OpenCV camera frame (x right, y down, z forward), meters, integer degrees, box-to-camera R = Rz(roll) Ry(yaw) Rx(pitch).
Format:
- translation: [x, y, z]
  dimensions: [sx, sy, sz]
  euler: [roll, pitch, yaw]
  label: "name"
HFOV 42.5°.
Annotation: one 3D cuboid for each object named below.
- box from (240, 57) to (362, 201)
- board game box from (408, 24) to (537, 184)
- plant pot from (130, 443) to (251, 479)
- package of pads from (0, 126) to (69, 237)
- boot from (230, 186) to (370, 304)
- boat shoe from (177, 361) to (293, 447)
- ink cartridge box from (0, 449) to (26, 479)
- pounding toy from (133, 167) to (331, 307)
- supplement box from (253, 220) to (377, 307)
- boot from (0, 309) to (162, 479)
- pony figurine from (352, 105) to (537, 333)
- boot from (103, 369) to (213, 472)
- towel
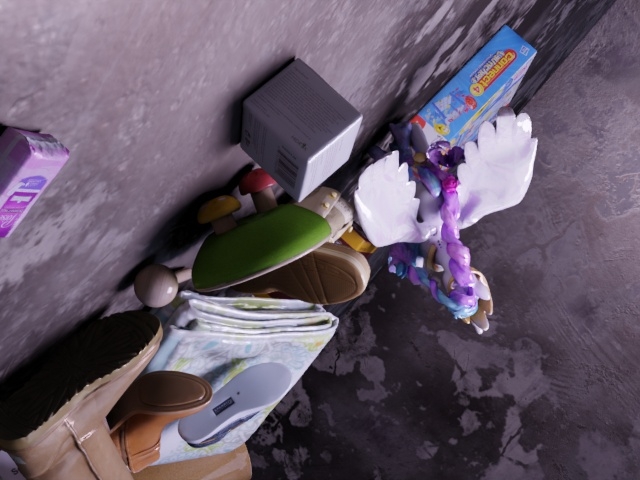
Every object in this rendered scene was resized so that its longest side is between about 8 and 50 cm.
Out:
- translation: [-0.023, -0.119, 0.898]
  dimensions: [0.087, 0.102, 0.101]
  euler: [-41, 168, -20]
  label: "box"
- translation: [0.293, -0.259, 1.741]
  dimensions: [0.302, 0.086, 0.308]
  euler: [-46, 170, -9]
  label: "board game box"
- translation: [-0.306, 0.443, 1.656]
  dimensions: [0.254, 0.237, 0.237]
  euler: [-26, 161, -28]
  label: "plant pot"
- translation: [-0.219, -0.040, 0.578]
  dimensions: [0.083, 0.032, 0.050]
  euler: [-49, 167, 10]
  label: "package of pads"
- translation: [0.000, 0.000, 1.196]
  dimensions: [0.262, 0.095, 0.203]
  euler: [-1, -150, 43]
  label: "boot"
- translation: [-0.126, 0.243, 1.222]
  dimensions: [0.183, 0.065, 0.083]
  euler: [-27, 162, -14]
  label: "boat shoe"
- translation: [-0.466, 0.423, 1.100]
  dimensions: [0.211, 0.121, 0.289]
  euler: [-36, 165, -50]
  label: "ink cartridge box"
- translation: [-0.113, -0.015, 1.015]
  dimensions: [0.237, 0.110, 0.183]
  euler: [-19, -171, 13]
  label: "pounding toy"
- translation: [-0.018, 0.033, 1.444]
  dimensions: [0.194, 0.129, 0.191]
  euler: [-48, 170, 7]
  label: "supplement box"
- translation: [-0.268, 0.243, 1.012]
  dimensions: [0.236, 0.089, 0.269]
  euler: [-38, 140, -30]
  label: "boot"
- translation: [0.192, -0.059, 1.387]
  dimensions: [0.303, 0.363, 0.351]
  euler: [-17, 123, -6]
  label: "pony figurine"
- translation: [-0.236, 0.258, 1.137]
  dimensions: [0.197, 0.073, 0.152]
  euler: [-8, 131, -1]
  label: "boot"
- translation: [-0.181, 0.228, 1.279]
  dimensions: [0.321, 0.090, 0.374]
  euler: [9, 129, -44]
  label: "towel"
